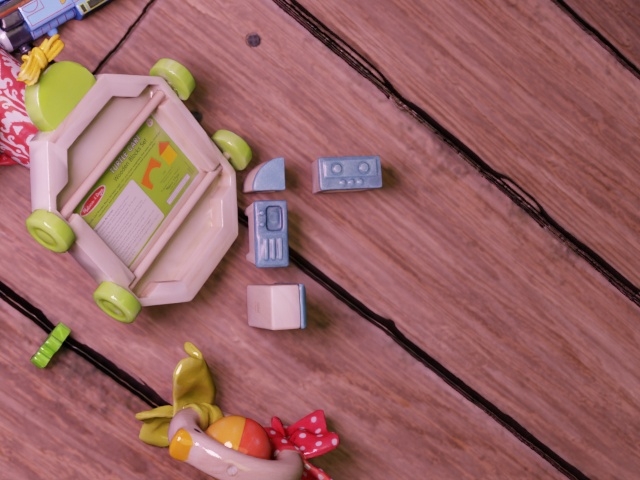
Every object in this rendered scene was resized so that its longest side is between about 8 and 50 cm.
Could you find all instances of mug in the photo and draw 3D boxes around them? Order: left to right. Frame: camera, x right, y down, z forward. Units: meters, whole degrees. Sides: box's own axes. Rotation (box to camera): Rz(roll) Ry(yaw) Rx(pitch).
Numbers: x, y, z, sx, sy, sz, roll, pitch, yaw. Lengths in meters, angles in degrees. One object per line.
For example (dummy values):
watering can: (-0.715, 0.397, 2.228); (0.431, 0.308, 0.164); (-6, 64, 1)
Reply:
mug: (-0.378, -0.152, 1.398); (0.169, 0.150, 0.113); (35, 43, -17)

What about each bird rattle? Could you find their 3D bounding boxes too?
bird rattle: (-0.094, 0.247, 1.420); (0.253, 0.207, 0.143); (31, 99, -5)

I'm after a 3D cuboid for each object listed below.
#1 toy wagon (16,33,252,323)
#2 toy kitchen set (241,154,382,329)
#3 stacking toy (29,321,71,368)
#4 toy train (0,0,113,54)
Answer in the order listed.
toy wagon: (-0.226, -0.087, 1.379); (0.344, 0.068, 0.267); (52, 57, -30)
toy kitchen set: (0.000, 0.000, 1.483); (0.166, 0.122, 0.207); (-3, 90, -17)
stacking toy: (-0.423, 0.139, 1.394); (0.167, 0.052, 0.221); (41, 76, -14)
toy train: (-0.325, -0.292, 1.416); (0.184, 0.080, 0.105); (-34, 104, -15)
